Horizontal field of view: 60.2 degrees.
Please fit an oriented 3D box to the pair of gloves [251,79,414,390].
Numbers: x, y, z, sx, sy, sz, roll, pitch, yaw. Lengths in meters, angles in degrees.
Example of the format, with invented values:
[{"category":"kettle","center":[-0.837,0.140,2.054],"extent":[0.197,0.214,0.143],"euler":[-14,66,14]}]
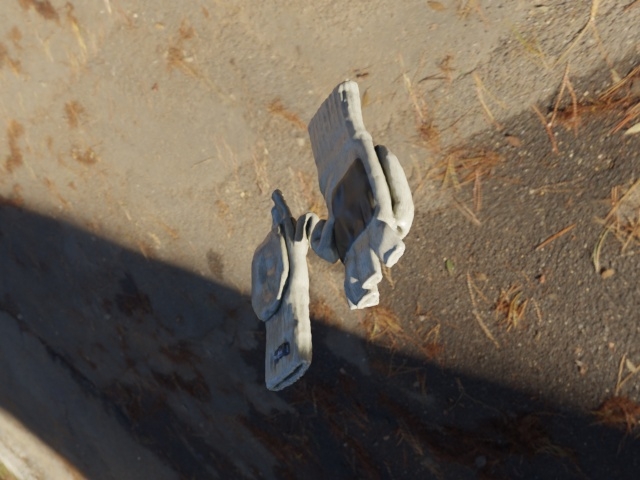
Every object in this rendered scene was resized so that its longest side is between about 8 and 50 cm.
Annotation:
[{"category":"pair of gloves","center":[0.000,0.000,0.510],"extent":[0.240,0.042,0.204],"euler":[-54,37,38]}]
